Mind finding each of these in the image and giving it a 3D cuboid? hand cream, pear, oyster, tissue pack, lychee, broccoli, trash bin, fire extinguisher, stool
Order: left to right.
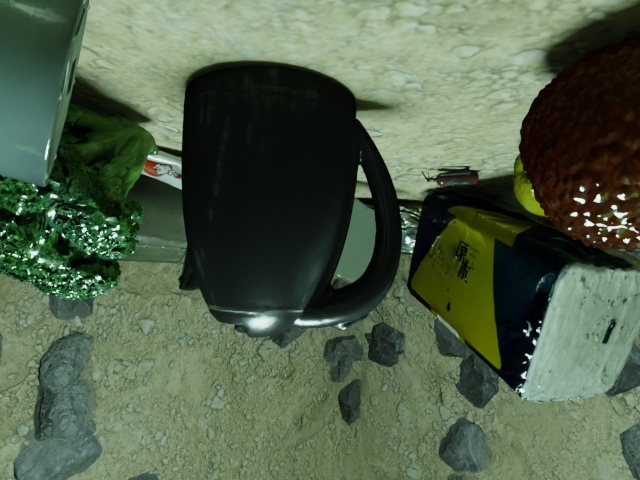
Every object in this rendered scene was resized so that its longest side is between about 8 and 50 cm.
[{"bbox_3d":[-0.350,-0.072,0.604,0.307,0.308,0.275,0,-148,31],"label":"broccoli"},{"bbox_3d":[-0.417,-0.058,0.928,0.301,0.203,0.252,6,-146,-37],"label":"trash bin"},{"bbox_3d":[-0.291,-0.135,0.864,0.335,0.076,0.121,16,167,-38],"label":"hand cream"},{"bbox_3d":[0.000,0.000,1.058,0.269,0.171,0.243,31,163,-25],"label":"stool"},{"bbox_3d":[0.177,-0.034,1.223,0.350,0.158,0.162,19,-153,24],"label":"oyster"},{"bbox_3d":[0.238,-0.115,0.848,0.100,0.032,0.046,-3,-174,-2],"label":"fire extinguisher"},{"bbox_3d":[0.377,0.079,0.939,0.253,0.264,0.416,3,-159,-20],"label":"tissue pack"},{"bbox_3d":[0.332,-0.087,0.675,0.131,0.107,0.107,9,172,-28],"label":"pear"},{"bbox_3d":[0.272,-0.082,0.404,0.194,0.195,0.194,3,175,0],"label":"lychee"}]

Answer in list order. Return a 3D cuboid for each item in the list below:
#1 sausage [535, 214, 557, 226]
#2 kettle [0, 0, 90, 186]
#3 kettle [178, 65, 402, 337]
[{"bbox_3d":[0.441,-0.071,0.769,0.108,0.109,0.270,3,178,1],"label":"sausage"},{"bbox_3d":[-0.307,-0.154,0.331,0.243,0.160,0.210,14,-161,-27],"label":"kettle"},{"bbox_3d":[-0.035,-0.029,0.564,0.268,0.291,0.207,2,174,1],"label":"kettle"}]
